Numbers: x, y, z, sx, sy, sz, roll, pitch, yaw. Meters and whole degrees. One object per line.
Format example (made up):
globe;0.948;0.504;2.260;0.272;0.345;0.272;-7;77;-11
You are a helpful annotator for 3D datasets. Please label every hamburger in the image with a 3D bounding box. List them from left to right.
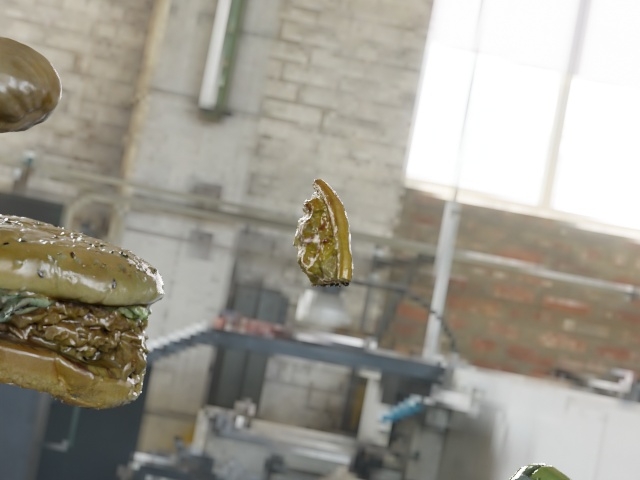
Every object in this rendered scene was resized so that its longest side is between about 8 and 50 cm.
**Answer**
hamburger;-0.335;0.083;1.915;0.277;0.195;0.318;14;3;35

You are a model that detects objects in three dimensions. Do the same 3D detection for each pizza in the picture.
pizza;-0.001;0.000;1.928;0.035;0.160;0.099;19;-48;-32

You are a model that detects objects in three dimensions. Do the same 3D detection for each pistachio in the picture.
pistachio;-0.410;-0.196;1.939;0.185;0.126;0.108;17;-17;2

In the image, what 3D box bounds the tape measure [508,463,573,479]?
tape measure;0.299;0.356;1.952;0.200;0.106;0.175;42;-11;-3
